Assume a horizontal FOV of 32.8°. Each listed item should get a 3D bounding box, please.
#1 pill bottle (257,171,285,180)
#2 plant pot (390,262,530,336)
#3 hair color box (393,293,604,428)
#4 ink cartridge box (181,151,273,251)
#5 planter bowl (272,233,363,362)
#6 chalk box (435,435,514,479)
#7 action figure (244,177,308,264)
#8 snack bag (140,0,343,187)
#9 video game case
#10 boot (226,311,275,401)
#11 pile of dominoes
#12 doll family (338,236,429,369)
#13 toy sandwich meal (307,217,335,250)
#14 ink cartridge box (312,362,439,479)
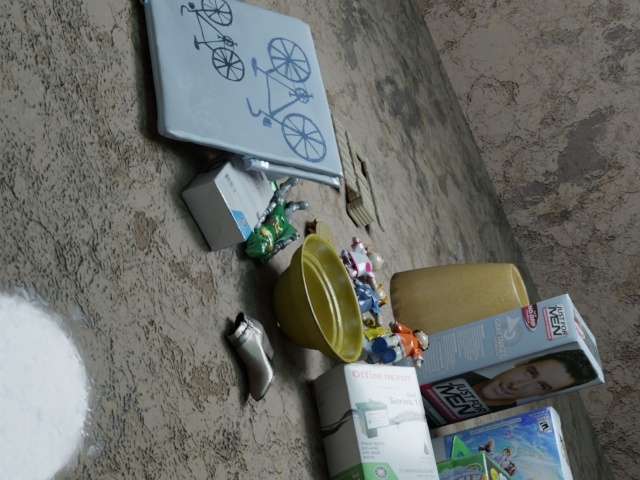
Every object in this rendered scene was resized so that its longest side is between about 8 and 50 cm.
[{"bbox_3d":[-0.092,-0.212,1.812,0.121,0.121,0.216,43,33,-52],"label":"pill bottle"},{"bbox_3d":[0.315,0.144,2.349,0.237,0.254,0.237,54,25,-40],"label":"plant pot"},{"bbox_3d":[0.353,0.248,2.170,0.185,0.374,0.114,48,29,-46],"label":"hair color box"},{"bbox_3d":[-0.137,-0.070,1.652,0.104,0.060,0.180,63,21,-17],"label":"ink cartridge box"},{"bbox_3d":[-0.017,0.105,1.760,0.217,0.090,0.217,51,28,-41],"label":"planter bowl"},{"bbox_3d":[0.261,0.508,1.990,0.180,0.179,0.289,47,29,-45],"label":"chalk box"},{"bbox_3d":[-0.077,-0.029,1.779,0.137,0.063,0.232,66,24,-20],"label":"action figure"},{"bbox_3d":[-0.127,-0.249,1.690,0.342,0.037,0.323,10,57,-37],"label":"snack bag"},{"bbox_3d":[0.354,0.477,2.118,0.061,0.269,0.244,44,32,-49],"label":"video game case"},{"bbox_3d":[-0.104,0.163,1.565,0.087,0.042,0.118,52,25,-28],"label":"boot"},{"bbox_3d":[0.066,-0.141,2.316,0.196,0.040,0.251,51,19,-41],"label":"pile of dominoes"},{"bbox_3d":[0.086,0.130,1.932,0.163,0.118,0.263,-7,65,-55],"label":"doll family"},{"bbox_3d":[0.000,0.000,1.996,0.085,0.029,0.086,-15,90,-70],"label":"toy sandwich meal"},{"bbox_3d":[0.090,0.314,1.757,0.160,0.092,0.219,8,60,-35],"label":"ink cartridge box"}]
